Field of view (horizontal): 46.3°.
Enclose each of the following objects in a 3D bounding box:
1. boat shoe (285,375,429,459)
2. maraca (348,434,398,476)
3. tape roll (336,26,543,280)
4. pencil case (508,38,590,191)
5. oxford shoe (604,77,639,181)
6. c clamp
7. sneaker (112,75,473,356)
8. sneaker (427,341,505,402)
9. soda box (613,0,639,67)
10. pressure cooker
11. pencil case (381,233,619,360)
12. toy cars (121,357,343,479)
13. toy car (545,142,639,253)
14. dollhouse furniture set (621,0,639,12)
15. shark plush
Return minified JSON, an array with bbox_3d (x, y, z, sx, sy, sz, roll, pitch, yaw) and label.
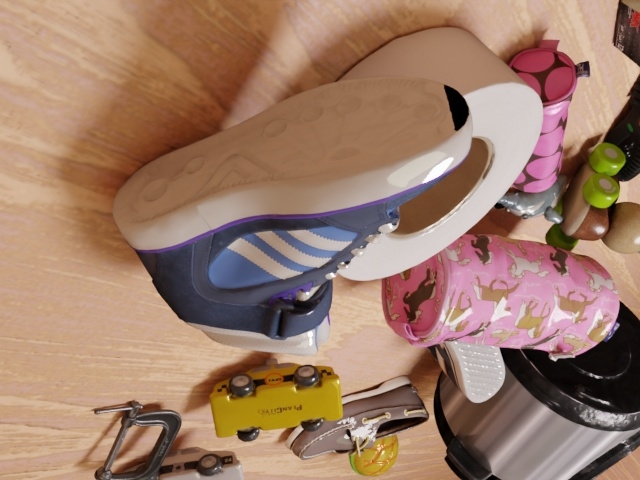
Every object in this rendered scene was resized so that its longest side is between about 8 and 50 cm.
[{"bbox_3d":[0.080,0.364,1.470,0.324,0.097,0.117,-12,143,-39],"label":"boat shoe"},{"bbox_3d":[0.111,0.440,1.628,0.127,0.099,0.186,-37,129,-22],"label":"maraca"},{"bbox_3d":[0.102,-0.086,0.821,0.286,0.100,0.286,-28,150,-18],"label":"tape roll"},{"bbox_3d":[0.273,-0.150,0.941,0.095,0.098,0.209,6,155,12],"label":"pencil case"},{"bbox_3d":[0.524,-0.182,1.184,0.096,0.083,0.227,-28,152,-27],"label":"oxford shoe"},{"bbox_3d":[-0.257,0.274,1.006,0.137,0.022,0.161,0,123,-39],"label":"c clamp"},{"bbox_3d":[0.000,0.000,0.683,0.322,0.130,0.236,-16,135,14],"label":"sneaker"},{"bbox_3d":[0.235,0.129,1.290,0.126,0.127,0.321,-22,123,-17],"label":"sneaker"},{"bbox_3d":[0.403,-0.287,0.907,0.053,0.060,0.169,-35,152,-1],"label":"soda box"},{"bbox_3d":[0.438,0.313,1.534,0.369,0.376,0.421,12,133,-14],"label":"pressure cooker"},{"bbox_3d":[0.271,0.084,1.119,0.385,0.167,0.160,10,139,-32],"label":"pencil case"},{"bbox_3d":[-0.137,0.290,1.115,0.176,0.087,0.393,39,107,-25],"label":"toy cars"},{"bbox_3d":[0.489,-0.037,1.210,0.155,0.188,0.149,111,5,-52],"label":"toy car"},{"bbox_3d":[0.326,-0.321,0.746,0.144,0.151,0.123,-58,-179,33],"label":"dollhouse furniture set"},{"bbox_3d":[0.317,-0.074,1.170,0.161,0.073,0.067,3,115,-23],"label":"shark plush"}]
